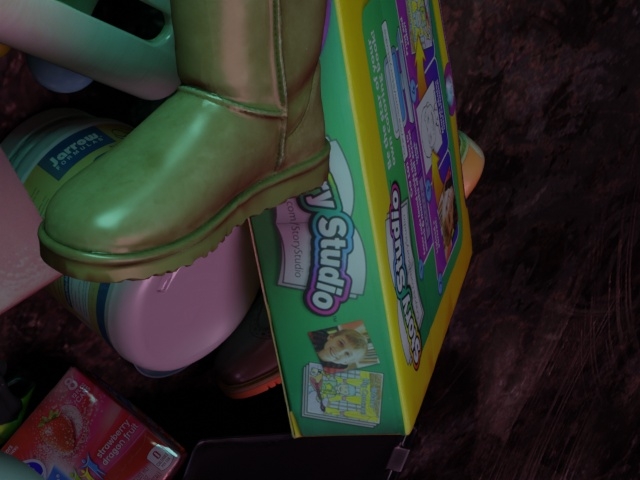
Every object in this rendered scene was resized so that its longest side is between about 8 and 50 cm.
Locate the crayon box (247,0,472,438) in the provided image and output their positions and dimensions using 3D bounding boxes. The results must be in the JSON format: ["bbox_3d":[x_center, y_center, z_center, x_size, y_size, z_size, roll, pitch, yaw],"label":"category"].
[{"bbox_3d":[0.031,-0.077,1.012,0.313,0.106,0.362,-58,142,-59],"label":"crayon box"}]

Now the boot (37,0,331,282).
[{"bbox_3d":[-0.075,-0.136,0.714,0.236,0.089,0.269,-33,134,-46],"label":"boot"}]

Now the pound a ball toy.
[{"bbox_3d":[-0.192,-0.165,0.777,0.319,0.208,0.135,16,104,-56],"label":"pound a ball toy"}]

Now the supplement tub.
[{"bbox_3d":[-0.155,-0.007,0.965,0.144,0.200,0.144,-32,140,-32],"label":"supplement tub"}]

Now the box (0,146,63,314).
[{"bbox_3d":[-0.301,0.032,0.779,0.232,0.149,0.126,-38,102,-51],"label":"box"}]

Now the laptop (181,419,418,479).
[{"bbox_3d":[-0.066,0.308,1.408,0.408,0.236,0.382,-91,-160,-68],"label":"laptop"}]

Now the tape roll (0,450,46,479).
[{"bbox_3d":[-0.319,0.282,0.932,0.286,0.286,0.100,-55,146,-2],"label":"tape roll"}]

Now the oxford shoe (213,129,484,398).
[{"bbox_3d":[0.000,0.000,1.273,0.363,0.130,0.133,-49,118,-4],"label":"oxford shoe"}]

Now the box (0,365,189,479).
[{"bbox_3d":[-0.246,0.248,1.103,0.257,0.128,0.122,-51,177,-8],"label":"box"}]

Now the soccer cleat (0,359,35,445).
[{"bbox_3d":[-0.302,0.121,1.028,0.072,0.060,0.179,-63,154,-6],"label":"soccer cleat"}]

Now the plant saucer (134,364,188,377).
[{"bbox_3d":[-0.142,0.078,1.215,0.119,0.021,0.119,-31,139,-32],"label":"plant saucer"}]
